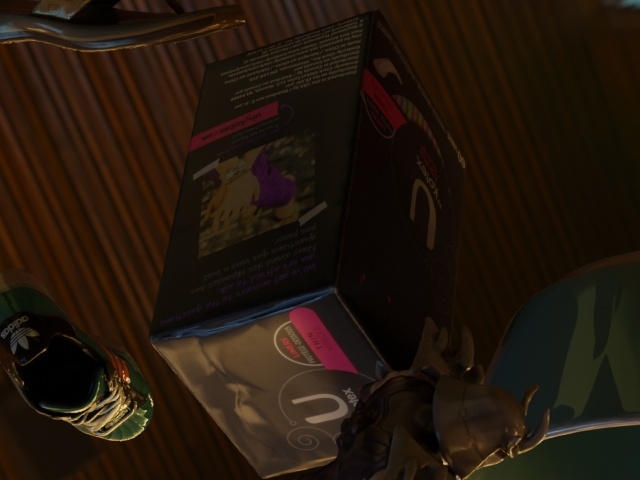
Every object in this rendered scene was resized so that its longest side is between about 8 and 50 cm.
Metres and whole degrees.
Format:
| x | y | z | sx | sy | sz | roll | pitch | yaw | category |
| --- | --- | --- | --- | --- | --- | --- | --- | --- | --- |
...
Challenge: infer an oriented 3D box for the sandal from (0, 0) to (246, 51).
| x | y | z | sx | sy | sz | roll | pitch | yaw | category |
| --- | --- | --- | --- | --- | --- | --- | --- | --- | --- |
| -0.130 | -0.135 | 1.097 | 0.180 | 0.049 | 0.072 | 7 | -164 | 24 | sandal |

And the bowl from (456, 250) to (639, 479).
| x | y | z | sx | sy | sz | roll | pitch | yaw | category |
| --- | --- | --- | --- | --- | --- | --- | --- | --- | --- |
| 0.232 | 0.119 | 1.309 | 0.311 | 0.311 | 0.163 | -14 | -126 | 26 | bowl |

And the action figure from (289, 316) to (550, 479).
| x | y | z | sx | sy | sz | roll | pitch | yaw | category |
| --- | --- | --- | --- | --- | --- | --- | --- | --- | --- |
| -0.004 | 0.140 | 0.959 | 0.285 | 0.099 | 0.185 | -31 | -170 | 27 | action figure |

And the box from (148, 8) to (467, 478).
| x | y | z | sx | sy | sz | roll | pitch | yaw | category |
| --- | --- | --- | --- | --- | --- | --- | --- | --- | --- |
| 0.000 | 0.000 | 1.344 | 0.143 | 0.165 | 0.270 | -15 | -137 | 24 | box |

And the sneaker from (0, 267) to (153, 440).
| x | y | z | sx | sy | sz | roll | pitch | yaw | category |
| --- | --- | --- | --- | --- | --- | --- | --- | --- | --- |
| -0.256 | 0.150 | 2.035 | 0.108 | 0.302 | 0.121 | -38 | -130 | 3 | sneaker |
